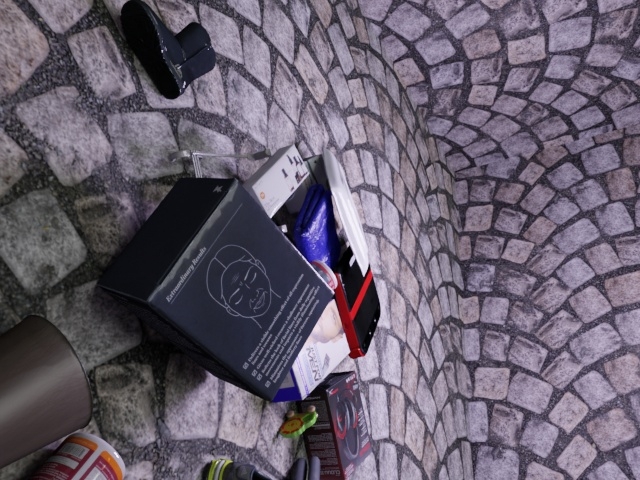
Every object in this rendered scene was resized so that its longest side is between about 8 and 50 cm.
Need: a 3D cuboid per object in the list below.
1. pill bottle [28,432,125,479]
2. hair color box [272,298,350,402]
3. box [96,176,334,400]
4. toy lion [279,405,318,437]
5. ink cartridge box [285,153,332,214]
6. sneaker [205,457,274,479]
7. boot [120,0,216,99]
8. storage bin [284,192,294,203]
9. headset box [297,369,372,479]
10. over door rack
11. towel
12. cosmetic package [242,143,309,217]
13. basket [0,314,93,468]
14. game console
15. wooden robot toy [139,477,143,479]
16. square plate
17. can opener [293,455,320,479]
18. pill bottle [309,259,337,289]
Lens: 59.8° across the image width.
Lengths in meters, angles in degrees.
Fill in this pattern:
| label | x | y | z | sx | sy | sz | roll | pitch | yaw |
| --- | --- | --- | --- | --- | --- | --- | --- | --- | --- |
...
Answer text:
| label | x | y | z | sx | sy | sz | roll | pitch | yaw |
| --- | --- | --- | --- | --- | --- | --- | --- | --- | --- |
| pill bottle | -0.415 | 0.419 | 0.859 | 0.121 | 0.121 | 0.221 | 66 | 30 | -21 |
| hair color box | -0.043 | 0.312 | 1.625 | 0.339 | 0.110 | 0.185 | -27 | 101 | -64 |
| box | -0.203 | 0.104 | 1.192 | 0.293 | 0.212 | 0.395 | -58 | 131 | -24 |
| toy lion | -0.061 | 0.501 | 1.522 | 0.096 | 0.100 | 0.034 | -79 | 151 | -72 |
| ink cartridge box | -0.048 | -0.190 | 1.853 | 0.208 | 0.087 | 0.153 | -39 | 113 | -59 |
| sneaker | -0.143 | 0.612 | 1.286 | 0.300 | 0.121 | 0.111 | 58 | 33 | -32 |
| boot | -0.366 | -0.499 | 1.378 | 0.246 | 0.094 | 0.207 | 66 | 32 | -34 |
| storage bin | -0.151 | -0.148 | 1.602 | 0.091 | 0.135 | 0.098 | 49 | 30 | -27 |
| headset box | 0.049 | 0.567 | 1.680 | 0.218 | 0.110 | 0.293 | -6 | 84 | -63 |
| over door rack | -0.239 | -0.106 | 1.421 | 0.324 | 0.108 | 0.239 | -13 | 92 | -55 |
| towel | 0.000 | 0.000 | 1.757 | 0.308 | 0.076 | 0.227 | 74 | 27 | -50 |
| cosmetic package | -0.119 | -0.154 | 1.457 | 0.099 | 0.060 | 0.239 | 60 | 39 | -22 |
| basket | -0.476 | 0.245 | 0.798 | 0.227 | 0.154 | 0.204 | -33 | 110 | -58 |
| game console | 0.128 | 0.196 | 1.988 | 0.386 | 0.060 | 0.342 | -53 | 129 | -65 |
| wooden robot toy | -0.324 | 0.536 | 1.068 | 0.079 | 0.076 | 0.173 | -39 | 118 | -22 |
| square plate | 0.090 | -0.107 | 1.872 | 0.344 | 0.049 | 0.347 | -99 | 168 | -60 |
| can opener | -0.042 | 0.622 | 1.418 | 0.283 | 0.076 | 0.095 | -78 | 160 | -80 |
| pill bottle | -0.049 | 0.148 | 1.620 | 0.180 | 0.108 | 0.108 | -39 | 118 | -24 |
